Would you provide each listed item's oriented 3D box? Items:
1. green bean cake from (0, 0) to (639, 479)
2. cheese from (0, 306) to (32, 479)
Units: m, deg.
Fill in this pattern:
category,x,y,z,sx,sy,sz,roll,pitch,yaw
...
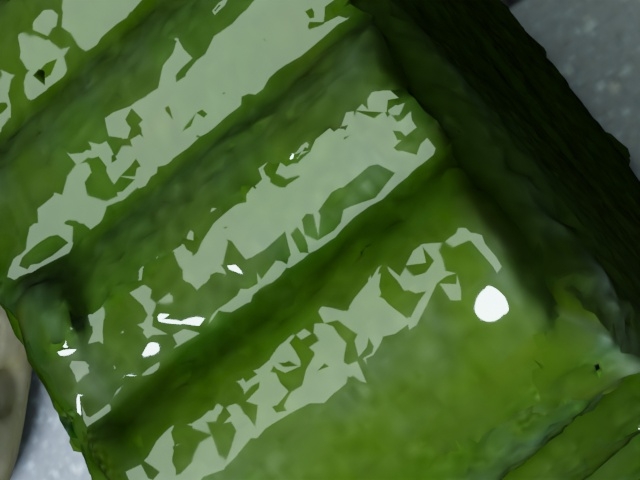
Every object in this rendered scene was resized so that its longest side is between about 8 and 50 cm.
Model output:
category,x,y,z,sx,sy,sz,roll,pitch,yaw
green bean cake,0.000,0.000,0.620,0.218,0.335,0.319,-42,59,16
cheese,-0.249,0.074,0.882,0.235,0.117,0.218,-35,66,19
